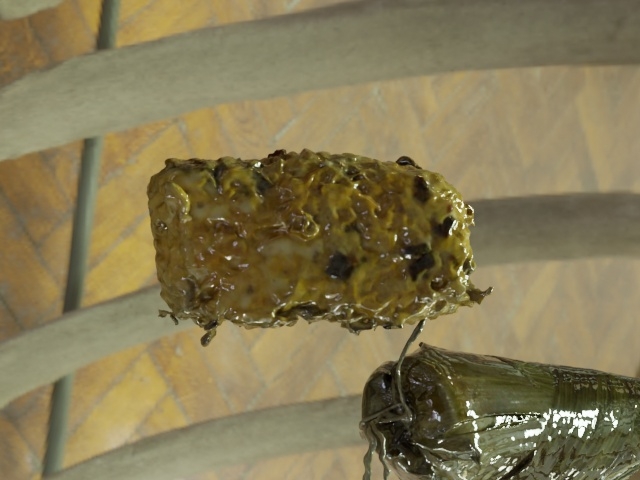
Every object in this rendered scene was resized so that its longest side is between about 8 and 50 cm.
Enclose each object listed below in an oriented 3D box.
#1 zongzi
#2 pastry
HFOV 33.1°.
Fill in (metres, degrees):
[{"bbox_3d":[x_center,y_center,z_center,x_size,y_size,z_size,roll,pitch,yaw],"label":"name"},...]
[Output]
[{"bbox_3d":[0.154,0.107,0.719,0.248,0.241,0.111,55,12,-57],"label":"zongzi"},{"bbox_3d":[0.000,0.000,0.449,0.140,0.056,0.080,-7,95,-17],"label":"pastry"}]
